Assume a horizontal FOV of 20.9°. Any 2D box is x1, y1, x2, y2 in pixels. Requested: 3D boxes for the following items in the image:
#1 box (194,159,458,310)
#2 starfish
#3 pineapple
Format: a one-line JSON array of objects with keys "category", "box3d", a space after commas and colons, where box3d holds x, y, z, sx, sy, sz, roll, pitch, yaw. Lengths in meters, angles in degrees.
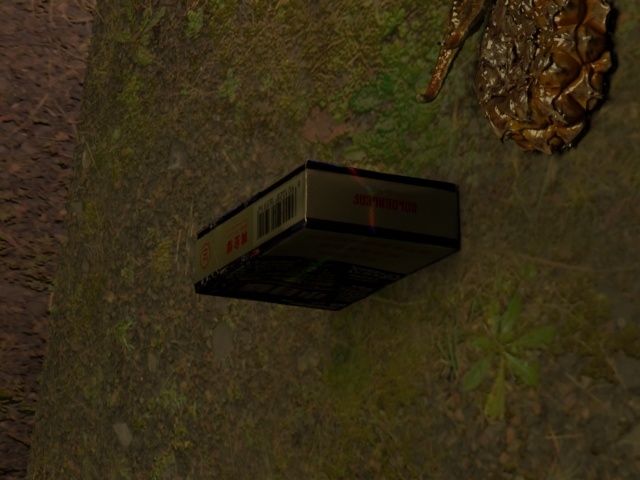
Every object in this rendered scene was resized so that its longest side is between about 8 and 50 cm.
[{"category": "box", "box3d": [0.000, 0.000, 2.033, 0.310, 0.198, 0.084, -30, 56, 59]}, {"category": "starfish", "box3d": [0.170, -0.266, 1.885, 0.138, 0.050, 0.247, 105, -175, -84]}, {"category": "pineapple", "box3d": [0.219, -0.189, 1.788, 0.225, 0.076, 0.224, -24, 62, 59]}]
